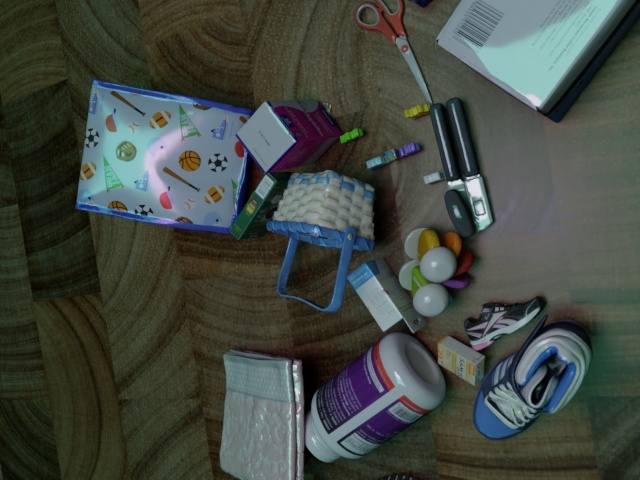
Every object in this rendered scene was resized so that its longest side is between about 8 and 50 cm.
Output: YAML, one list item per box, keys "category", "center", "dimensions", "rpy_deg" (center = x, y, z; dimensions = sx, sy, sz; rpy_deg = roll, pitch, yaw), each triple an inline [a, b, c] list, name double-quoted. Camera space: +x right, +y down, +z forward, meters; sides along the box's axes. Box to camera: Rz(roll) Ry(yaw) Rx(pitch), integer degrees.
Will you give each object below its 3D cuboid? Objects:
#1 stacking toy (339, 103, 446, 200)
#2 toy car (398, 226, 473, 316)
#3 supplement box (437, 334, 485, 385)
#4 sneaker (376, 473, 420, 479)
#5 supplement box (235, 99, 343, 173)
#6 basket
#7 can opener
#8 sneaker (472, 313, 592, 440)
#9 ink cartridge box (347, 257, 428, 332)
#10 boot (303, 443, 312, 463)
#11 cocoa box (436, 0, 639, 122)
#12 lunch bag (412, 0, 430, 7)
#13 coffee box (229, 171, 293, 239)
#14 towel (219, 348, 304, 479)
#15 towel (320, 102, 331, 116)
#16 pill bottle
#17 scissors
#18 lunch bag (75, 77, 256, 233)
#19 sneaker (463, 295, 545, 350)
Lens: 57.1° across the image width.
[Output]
- category: "stacking toy"
  center: [0.160, -0.185, 1.299]
  dimensions: [0.221, 0.052, 0.167]
  rpy_deg: [-16, 85, 31]
- category: "toy car"
  center: [0.249, 0.063, 1.228]
  dimensions: [0.136, 0.159, 0.182]
  rpy_deg: [1, 115, -12]
- category: "supplement box"
  center: [0.295, 0.252, 1.240]
  dimensions: [0.098, 0.036, 0.062]
  rpy_deg: [27, 136, 43]
- category: "sneaker"
  center: [0.136, 0.655, 1.359]
  dimensions: [0.330, 0.130, 0.147]
  rpy_deg: [-35, 92, 30]
- category: "supplement box"
  center: [-0.063, -0.235, 1.308]
  dimensions: [0.114, 0.220, 0.111]
  rpy_deg: [-41, 82, 30]
- category: "basket"
  center: [0.000, 0.000, 1.286]
  dimensions: [0.254, 0.201, 0.289]
  rpy_deg: [12, 83, 58]
- category: "can opener"
  center: [0.282, -0.148, 1.204]
  dimensions: [0.076, 0.095, 0.283]
  rpy_deg: [-13, 95, 28]
- category: "sneaker"
  center: [0.378, 0.286, 1.111]
  dimensions: [0.130, 0.236, 0.323]
  rpy_deg: [43, 112, 19]
- category: "ink cartridge box"
  center: [0.149, 0.133, 1.298]
  dimensions: [0.061, 0.104, 0.181]
  rpy_deg: [-41, 75, 26]
- category: "boot"
  center: [-0.132, 0.543, 1.507]
  dimensions: [0.161, 0.083, 0.246]
  rpy_deg: [49, 113, 22]
- category: "cocoa box"
  center: [0.420, -0.419, 1.031]
  dimensions: [0.231, 0.228, 0.347]
  rpy_deg: [41, 112, 20]
- category: "lunch bag"
  center: [0.201, -0.524, 1.216]
  dimensions: [0.067, 0.098, 0.065]
  rpy_deg: [50, 117, 10]
- category: "coffee box"
  center: [-0.136, -0.085, 1.432]
  dimensions: [0.040, 0.113, 0.184]
  rpy_deg: [42, 114, 18]
- category: "towel"
  center: [-0.150, 0.432, 1.422]
  dimensions: [0.332, 0.053, 0.317]
  rpy_deg: [-9, 79, 53]
- category: "towel"
  center: [-0.012, -0.295, 1.403]
  dimensions: [0.083, 0.009, 0.060]
  rpy_deg: [2, 96, 29]
- category: "pill bottle"
  center: [0.106, 0.356, 1.299]
  dimensions: [0.323, 0.181, 0.181]
  rpy_deg: [-43, 74, 25]
- category: "scissors"
  center: [0.183, -0.438, 1.277]
  dimensions: [0.109, 0.021, 0.297]
  rpy_deg: [-43, 73, 23]
- category: "lunch bag"
  center: [-0.366, -0.200, 1.472]
  dimensions: [0.385, 0.239, 0.328]
  rpy_deg: [10, 98, 5]
- category: "sneaker"
  center: [0.366, 0.156, 1.202]
  dimensions: [0.178, 0.072, 0.077]
  rpy_deg: [-37, 76, 25]
